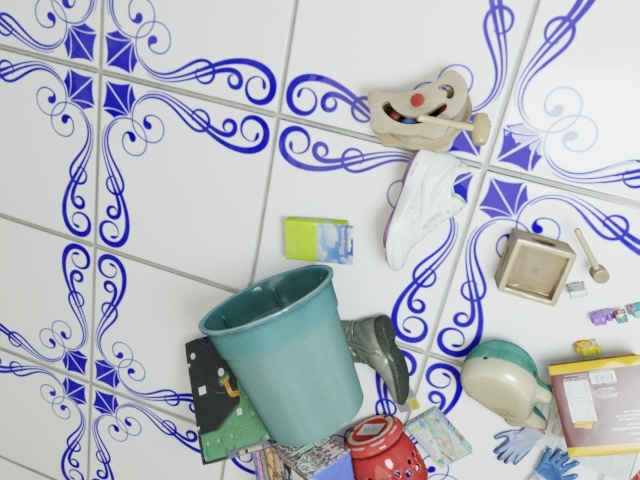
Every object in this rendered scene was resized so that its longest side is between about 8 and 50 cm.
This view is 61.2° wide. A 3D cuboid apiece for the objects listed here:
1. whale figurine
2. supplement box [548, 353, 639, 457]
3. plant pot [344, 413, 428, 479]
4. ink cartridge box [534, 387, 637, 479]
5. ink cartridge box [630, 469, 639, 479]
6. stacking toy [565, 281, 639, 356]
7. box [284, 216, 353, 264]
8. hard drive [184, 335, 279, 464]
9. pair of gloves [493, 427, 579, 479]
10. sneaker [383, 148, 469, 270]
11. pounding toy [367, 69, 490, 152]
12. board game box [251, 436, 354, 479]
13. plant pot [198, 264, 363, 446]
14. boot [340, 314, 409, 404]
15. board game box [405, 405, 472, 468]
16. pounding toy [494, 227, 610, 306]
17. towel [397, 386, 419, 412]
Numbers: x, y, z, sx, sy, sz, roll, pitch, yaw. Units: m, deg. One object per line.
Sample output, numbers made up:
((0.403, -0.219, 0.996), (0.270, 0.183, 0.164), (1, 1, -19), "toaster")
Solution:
((0.454, 0.345, 1.301), (0.216, 0.141, 0.272), (-11, 129, 43), "whale figurine")
((0.627, 0.362, 1.196), (0.191, 0.129, 0.194), (-13, 75, 21), "supplement box")
((0.163, 0.574, 1.427), (0.191, 0.191, 0.174), (-24, 97, 23), "plant pot")
((0.648, 0.455, 1.320), (0.232, 0.066, 0.189), (17, 115, 34), "ink cartridge box")
((0.808, 0.579, 1.312), (0.062, 0.029, 0.115), (29, 114, 5), "ink cartridge box")
((0.670, 0.161, 1.201), (0.221, 0.052, 0.167), (-13, 106, 19), "stacking toy")
((0.000, 0.000, 1.355), (0.178, 0.042, 0.109), (5, 111, 16), "box")
((-0.243, 0.409, 1.474), (0.236, 0.064, 0.339), (-26, 65, 24), "hard drive")
((0.540, 0.550, 1.371), (0.198, 0.023, 0.159), (38, 121, 12), "pair of gloves")
((0.235, -0.055, 1.222), (0.152, 0.114, 0.305), (21, 113, 10), "sneaker")
((0.219, -0.281, 1.106), (0.269, 0.155, 0.154), (11, 78, 25), "pounding toy")
((-0.051, 0.628, 1.465), (0.291, 0.141, 0.232), (15, 118, 50), "board game box")
((-0.069, 0.281, 1.306), (0.341, 0.341, 0.334), (-17, 101, 22), "plant pot")
((0.131, 0.312, 1.413), (0.161, 0.083, 0.247), (-14, 96, 29), "boot")
((0.316, 0.527, 1.450), (0.103, 0.026, 0.154), (-39, 94, 25), "board game box")
((0.514, 0.043, 1.184), (0.206, 0.094, 0.181), (16, 110, 6), "pounding toy")
((0.226, 0.422, 1.451), (0.060, 0.009, 0.083), (-19, 102, 23), "towel")
